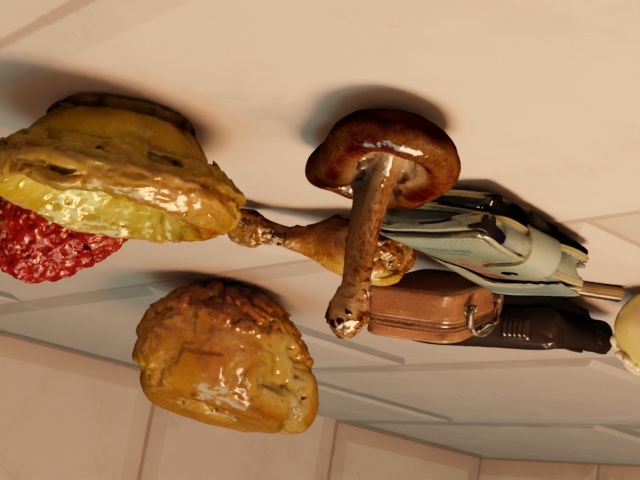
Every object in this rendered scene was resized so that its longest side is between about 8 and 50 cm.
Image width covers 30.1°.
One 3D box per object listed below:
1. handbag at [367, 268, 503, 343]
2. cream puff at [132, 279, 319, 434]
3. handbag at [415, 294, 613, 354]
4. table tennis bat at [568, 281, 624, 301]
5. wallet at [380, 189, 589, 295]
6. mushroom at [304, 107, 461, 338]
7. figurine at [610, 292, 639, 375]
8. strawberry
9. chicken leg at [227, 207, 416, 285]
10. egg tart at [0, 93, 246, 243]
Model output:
[{"bbox_3d":[0.161,0.087,1.611,0.151,0.072,0.193,6,-173,27],"label":"handbag"},{"bbox_3d":[-0.154,0.198,2.068,0.343,0.231,0.327,18,159,-6],"label":"cream puff"},{"bbox_3d":[0.280,0.126,1.796,0.275,0.088,0.244,-1,170,34],"label":"handbag"},{"bbox_3d":[0.318,0.061,1.687,0.220,0.019,0.130,9,166,7],"label":"table tennis bat"},{"bbox_3d":[0.201,0.003,1.448,0.176,0.075,0.250,3,165,42],"label":"wallet"},{"bbox_3d":[0.051,-0.011,1.197,0.148,0.217,0.227,11,165,-5],"label":"mushroom"},{"bbox_3d":[0.492,0.107,1.540,0.274,0.226,0.394,45,168,-11],"label":"figurine"},{"bbox_3d":[-0.392,0.011,1.754,0.236,0.111,0.190,1,161,26],"label":"strawberry"},{"bbox_3d":[-0.001,0.003,1.545,0.251,0.087,0.107,10,170,7],"label":"chicken leg"},{"bbox_3d":[-0.221,-0.079,1.304,0.294,0.123,0.294,11,169,2],"label":"egg tart"}]
